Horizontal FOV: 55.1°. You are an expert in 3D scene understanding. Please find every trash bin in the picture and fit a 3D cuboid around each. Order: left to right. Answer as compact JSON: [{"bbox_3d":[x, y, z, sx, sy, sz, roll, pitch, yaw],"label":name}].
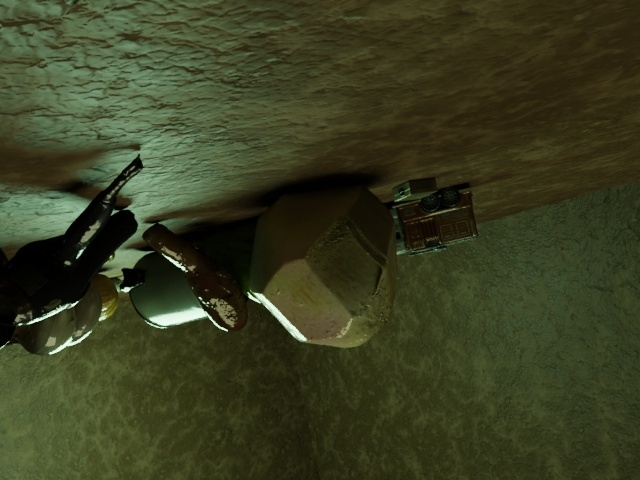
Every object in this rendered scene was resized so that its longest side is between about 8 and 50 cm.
[{"bbox_3d":[-0.346,0.108,1.638,0.263,0.217,0.277,-17,157,39],"label":"trash bin"}]

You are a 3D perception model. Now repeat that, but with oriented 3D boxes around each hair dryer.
[{"bbox_3d":[-0.326,-0.027,0.925,0.359,0.120,0.303,-39,-176,37],"label":"hair dryer"}]

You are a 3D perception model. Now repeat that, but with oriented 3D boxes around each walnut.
[{"bbox_3d":[-0.728,0.182,1.904,0.197,0.165,0.165,-11,174,-1],"label":"walnut"}]

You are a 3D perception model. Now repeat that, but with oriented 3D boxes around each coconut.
[{"bbox_3d":[0.012,0.040,1.302,0.353,0.352,0.352,-12,174,-1],"label":"coconut"}]

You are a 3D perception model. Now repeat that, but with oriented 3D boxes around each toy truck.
[{"bbox_3d":[0.289,-0.042,1.738,0.306,0.162,0.136,-13,174,16],"label":"toy truck"}]

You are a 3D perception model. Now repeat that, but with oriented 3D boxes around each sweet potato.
[{"bbox_3d":[-0.266,0.085,1.416,0.109,0.109,0.385,-14,131,20],"label":"sweet potato"}]

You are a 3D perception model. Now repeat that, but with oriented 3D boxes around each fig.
[{"bbox_3d":[-0.131,0.034,1.523,0.314,0.233,0.233,42,143,-26],"label":"fig"}]

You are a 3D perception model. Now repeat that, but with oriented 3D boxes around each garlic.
[{"bbox_3d":[-0.673,0.161,1.507,0.292,0.237,0.210,-32,-173,20],"label":"garlic"}]

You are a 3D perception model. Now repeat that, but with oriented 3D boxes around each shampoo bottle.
[{"bbox_3d":[-0.746,0.164,2.181,0.195,0.056,0.056,-13,174,20],"label":"shampoo bottle"}]

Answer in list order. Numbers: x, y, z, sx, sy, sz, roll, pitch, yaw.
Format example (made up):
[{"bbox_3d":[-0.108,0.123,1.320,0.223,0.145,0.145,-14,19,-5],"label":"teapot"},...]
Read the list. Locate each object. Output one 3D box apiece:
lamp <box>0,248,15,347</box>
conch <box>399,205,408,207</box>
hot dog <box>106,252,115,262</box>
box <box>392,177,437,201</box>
[{"bbox_3d":[-0.665,0.103,1.023,0.272,0.204,0.374,-7,164,-17],"label":"lamp"},{"bbox_3d":[0.291,-0.070,1.880,0.233,0.080,0.086,-10,166,-3],"label":"conch"},{"bbox_3d":[-0.529,0.036,1.512,0.044,0.028,0.137,18,161,-19],"label":"hot dog"},{"bbox_3d":[0.224,-0.120,1.477,0.083,0.035,0.079,-8,173,-26],"label":"box"}]
